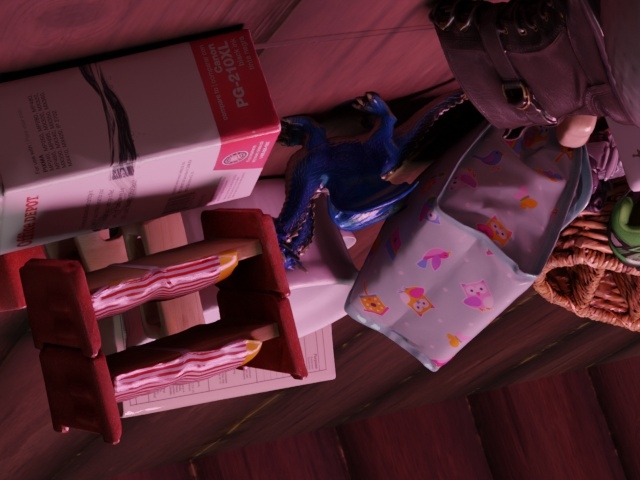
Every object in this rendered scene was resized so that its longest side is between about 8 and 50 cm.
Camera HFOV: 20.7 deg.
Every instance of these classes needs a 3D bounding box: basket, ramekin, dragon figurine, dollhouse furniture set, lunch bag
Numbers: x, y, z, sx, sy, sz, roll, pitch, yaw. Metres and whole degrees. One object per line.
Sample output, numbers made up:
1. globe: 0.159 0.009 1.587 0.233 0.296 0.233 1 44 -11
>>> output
1. basket: 0.390 0.034 2.338 0.213 0.223 0.299 -17 166 -4
2. ramekin: -0.097 0.037 1.942 0.277 0.135 0.277 -17 165 -5
3. dragon figurine: 0.043 -0.061 1.726 0.289 0.144 0.085 -15 166 -10
4. dollhouse furniture set: -0.197 0.065 1.596 0.201 0.152 0.374 -16 -170 -30
5. lunch bag: 0.166 -0.025 1.855 0.223 0.160 0.262 -49 -173 47

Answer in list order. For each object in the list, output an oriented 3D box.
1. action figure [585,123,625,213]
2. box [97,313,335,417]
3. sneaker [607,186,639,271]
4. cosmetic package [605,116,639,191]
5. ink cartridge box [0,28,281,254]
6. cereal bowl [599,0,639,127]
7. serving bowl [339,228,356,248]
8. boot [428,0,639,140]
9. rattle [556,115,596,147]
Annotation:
1. action figure: 0.294 -0.075 2.078 0.285 0.099 0.185 -23 160 7
2. box: -0.143 0.122 2.137 0.311 0.148 0.121 -6 180 -36
3. sneaker: 0.497 -0.080 2.102 0.343 0.134 0.146 -38 166 6
4. cosmetic package: 0.404 -0.167 1.629 0.156 0.217 0.385 -30 163 36
5. ink cartridge box: -0.171 -0.081 1.485 0.237 0.100 0.172 -14 166 -16
6. cereal bowl: 0.352 -0.191 1.338 0.339 0.339 0.141 -12 -166 -21
7. serving bowl: 0.000 0.000 2.134 0.083 0.027 0.083 -17 166 -4
8. boot: 0.175 -0.184 1.459 0.229 0.263 0.091 9 -136 48
9. rattle: 0.212 -0.159 1.726 0.143 0.130 0.199 -7 -168 2
